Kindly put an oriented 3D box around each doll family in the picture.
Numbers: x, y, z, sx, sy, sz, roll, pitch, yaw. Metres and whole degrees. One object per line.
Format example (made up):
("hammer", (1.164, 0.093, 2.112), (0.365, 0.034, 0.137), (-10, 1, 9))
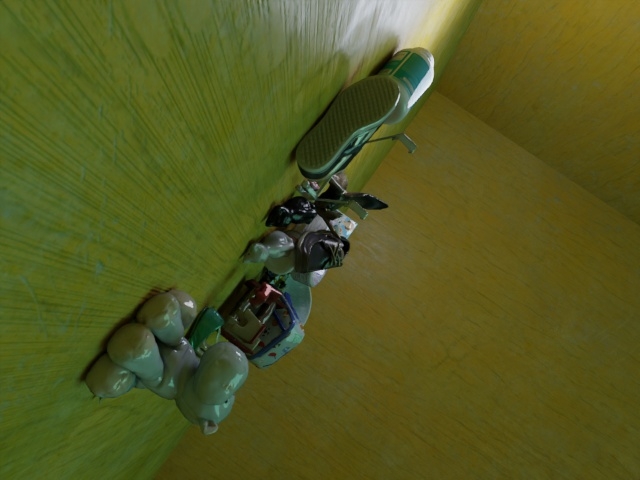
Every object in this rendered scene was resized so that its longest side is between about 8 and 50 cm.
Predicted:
("doll family", (-0.178, 0.143, 1.920), (0.111, 0.076, 0.193), (-56, 134, -26))

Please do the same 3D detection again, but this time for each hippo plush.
("hippo plush", (-0.274, 0.264, 0.917), (0.294, 0.236, 0.234), (-56, 176, 18))

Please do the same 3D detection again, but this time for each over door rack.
("over door rack", (0.073, -0.205, 1.323), (0.239, 0.108, 0.324), (-54, -149, -7))

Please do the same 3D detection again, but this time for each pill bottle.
("pill bottle", (0.245, -0.476, 1.465), (0.264, 0.146, 0.146), (-51, 174, -31))
("pill bottle", (-0.108, 0.032, 1.675), (0.121, 0.121, 0.216), (-56, 175, 19))

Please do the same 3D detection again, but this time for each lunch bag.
("lunch bag", (-0.196, 0.298, 1.779), (0.243, 0.115, 0.303), (-39, -142, 0))

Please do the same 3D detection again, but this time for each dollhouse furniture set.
("dollhouse furniture set", (-0.193, 0.236, 1.503), (0.201, 0.152, 0.374), (-53, -168, -20))

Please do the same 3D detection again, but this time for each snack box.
("snack box", (0.000, 0.000, 2.151), (0.322, 0.187, 0.060), (-53, 175, -23))

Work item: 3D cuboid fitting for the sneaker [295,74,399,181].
("sneaker", (0.062, -0.274, 1.214), (0.321, 0.126, 0.127), (-43, 169, -10))

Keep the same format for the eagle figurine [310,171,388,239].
("eagle figurine", (0.080, -0.159, 1.736), (0.298, 0.226, 0.225), (-31, -162, -37))

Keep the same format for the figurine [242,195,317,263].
("figurine", (-0.126, -0.024, 1.409), (0.215, 0.092, 0.209), (-55, 168, 18))

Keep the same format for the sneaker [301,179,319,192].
("sneaker", (-0.037, -0.166, 1.530), (0.057, 0.047, 0.119), (-33, 177, 6))

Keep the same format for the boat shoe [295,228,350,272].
("boat shoe", (0.016, 0.029, 1.633), (0.355, 0.130, 0.132), (-36, 130, -68))

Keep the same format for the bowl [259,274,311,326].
("bowl", (-0.191, 0.262, 2.091), (0.156, 0.289, 0.289), (5, -133, 43))

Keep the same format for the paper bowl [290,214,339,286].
("paper bowl", (-0.042, 0.031, 1.944), (0.284, 0.148, 0.284), (-59, 163, -31))

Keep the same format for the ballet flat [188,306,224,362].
("ballet flat", (-0.346, 0.301, 1.396), (0.247, 0.087, 0.083), (-56, 175, 23))
